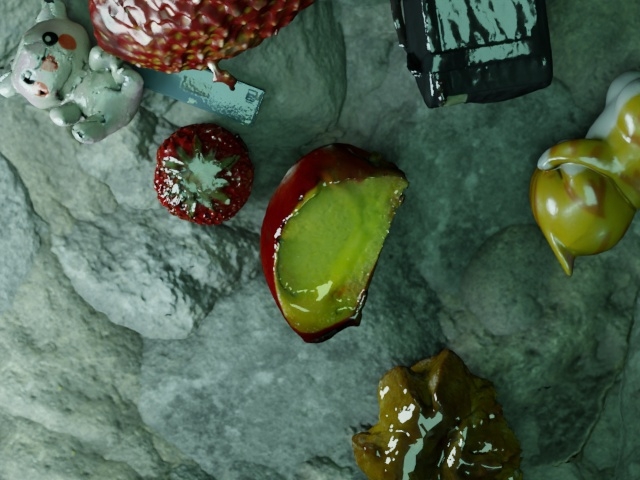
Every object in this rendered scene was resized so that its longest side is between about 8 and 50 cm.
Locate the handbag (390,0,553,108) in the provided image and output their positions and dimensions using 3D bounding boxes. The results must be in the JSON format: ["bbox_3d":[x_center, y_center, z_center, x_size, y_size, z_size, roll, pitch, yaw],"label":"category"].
[{"bbox_3d":[0.178,-0.294,1.713,0.181,0.181,0.254,-9,104,-1],"label":"handbag"}]

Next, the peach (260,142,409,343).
[{"bbox_3d":[0.000,-0.005,1.817,0.158,0.154,0.267,12,116,-9],"label":"peach"}]

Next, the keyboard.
[{"bbox_3d":[-0.164,-0.206,1.843,0.176,0.014,0.055,20,106,-2],"label":"keyboard"}]

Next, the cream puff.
[{"bbox_3d":[0.172,0.293,1.893,0.269,0.155,0.241,37,100,0],"label":"cream puff"}]

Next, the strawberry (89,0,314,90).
[{"bbox_3d":[-0.120,-0.335,1.694,0.292,0.292,0.343,25,123,-3],"label":"strawberry"}]

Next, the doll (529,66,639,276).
[{"bbox_3d":[0.377,-0.099,1.764,0.269,0.167,0.162,-39,98,16],"label":"doll"}]

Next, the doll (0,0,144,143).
[{"bbox_3d":[-0.323,-0.218,1.811,0.192,0.095,0.149,35,99,-4],"label":"doll"}]

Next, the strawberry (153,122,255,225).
[{"bbox_3d":[-0.158,-0.085,1.841,0.145,0.086,0.145,0,105,2],"label":"strawberry"}]
